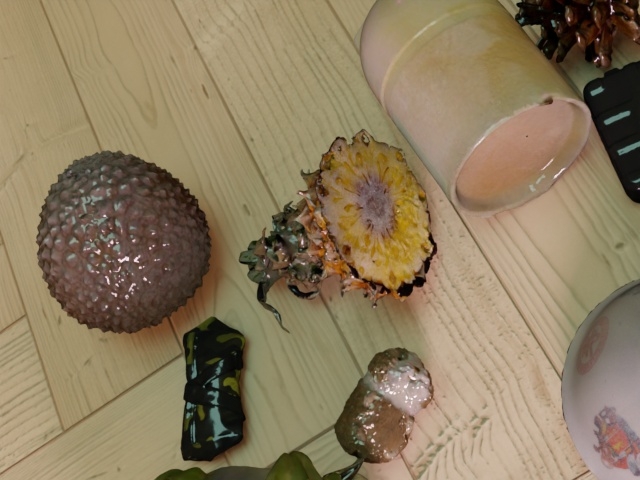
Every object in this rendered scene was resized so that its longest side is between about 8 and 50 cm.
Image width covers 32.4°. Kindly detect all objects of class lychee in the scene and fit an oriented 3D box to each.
[{"bbox_3d":[-0.315,0.001,1.768,0.300,0.300,0.300,-10,64,22],"label":"lychee"}]

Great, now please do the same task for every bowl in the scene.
[{"bbox_3d":[0.465,0.161,1.336,0.345,0.157,0.345,-5,64,10],"label":"bowl"}]

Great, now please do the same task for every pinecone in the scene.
[{"bbox_3d":[0.386,-0.334,1.622,0.195,0.179,0.150,12,97,16],"label":"pinecone"}]

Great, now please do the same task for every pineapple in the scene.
[{"bbox_3d":[0.000,0.000,1.667,0.272,0.262,0.262,-23,57,43],"label":"pineapple"}]

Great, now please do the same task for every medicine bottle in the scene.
[{"bbox_3d":[0.195,-0.256,1.643,0.236,0.236,0.406,-36,58,8],"label":"medicine bottle"}]

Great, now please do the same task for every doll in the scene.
[{"bbox_3d":[0.082,0.256,1.551,0.221,0.105,0.115,-65,21,-10],"label":"doll"}]

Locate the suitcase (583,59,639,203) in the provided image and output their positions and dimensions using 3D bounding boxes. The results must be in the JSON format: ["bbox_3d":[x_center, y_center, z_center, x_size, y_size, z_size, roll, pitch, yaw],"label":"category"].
[{"bbox_3d":[0.533,-0.192,1.549,0.285,0.066,0.206,-24,60,16],"label":"suitcase"}]

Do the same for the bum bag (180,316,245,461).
[{"bbox_3d":[-0.167,0.228,1.716,0.107,0.060,0.232,-7,67,14],"label":"bum bag"}]

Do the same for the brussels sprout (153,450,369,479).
[{"bbox_3d":[-0.116,0.482,1.388,0.425,0.342,0.361,-21,46,25],"label":"brussels sprout"}]
